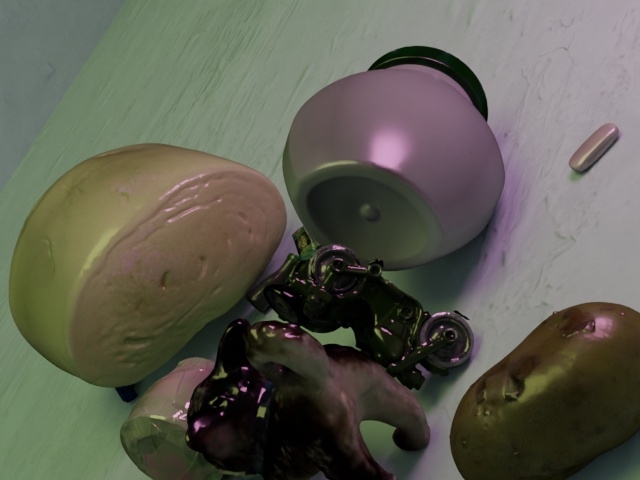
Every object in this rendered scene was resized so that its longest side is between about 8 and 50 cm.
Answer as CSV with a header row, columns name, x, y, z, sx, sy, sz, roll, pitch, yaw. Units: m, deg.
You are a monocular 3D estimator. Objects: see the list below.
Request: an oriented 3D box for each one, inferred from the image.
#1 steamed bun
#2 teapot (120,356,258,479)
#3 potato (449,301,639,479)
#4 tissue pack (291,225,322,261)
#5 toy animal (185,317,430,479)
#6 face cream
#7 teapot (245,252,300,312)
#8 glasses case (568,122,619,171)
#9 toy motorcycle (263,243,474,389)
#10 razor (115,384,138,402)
name,x,y,z,sx,sy,sz,roll,pitch,yaw
steamed bun,-0.316,0.015,2.069,0.456,0.290,0.371,-46,29,-18
teapot,-0.169,0.253,1.784,0.221,0.163,0.178,-22,29,40
potato,0.255,0.172,1.302,0.262,0.165,0.165,-41,27,0
tissue pack,-0.001,-0.001,1.972,0.085,0.079,0.111,-39,28,11
toy animal,-0.053,0.214,1.518,0.344,0.303,0.194,-16,37,43
face cream,0.110,-0.119,1.750,0.357,0.312,0.219,-61,-10,-54
teapot,-0.073,0.068,2.029,0.111,0.043,0.043,-47,27,-10
glasses case,0.375,-0.128,1.675,0.083,0.021,0.032,-47,30,0
toy motorcycle,0.057,0.110,1.629,0.127,0.275,0.205,-55,-5,-20
razor,-0.260,0.143,2.175,0.324,0.056,0.093,-47,25,-3
